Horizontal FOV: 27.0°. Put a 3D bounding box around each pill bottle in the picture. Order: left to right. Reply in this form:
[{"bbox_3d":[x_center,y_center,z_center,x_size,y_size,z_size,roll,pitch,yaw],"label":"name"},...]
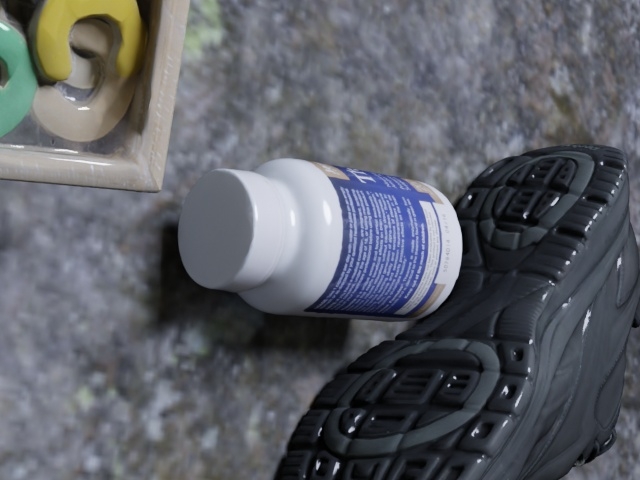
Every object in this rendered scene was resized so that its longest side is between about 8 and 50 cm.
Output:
[{"bbox_3d":[0.000,0.000,0.577,0.120,0.067,0.067,7,83,-44],"label":"pill bottle"}]

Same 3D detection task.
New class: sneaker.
[{"bbox_3d":[0.090,0.079,0.641,0.286,0.109,0.130,-49,127,-32],"label":"sneaker"}]

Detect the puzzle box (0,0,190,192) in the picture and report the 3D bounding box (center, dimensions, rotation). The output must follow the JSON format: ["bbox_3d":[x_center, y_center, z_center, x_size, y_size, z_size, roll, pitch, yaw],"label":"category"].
[{"bbox_3d":[-0.146,-0.225,0.344,0.272,0.052,0.408,4,99,-27],"label":"puzzle box"}]
